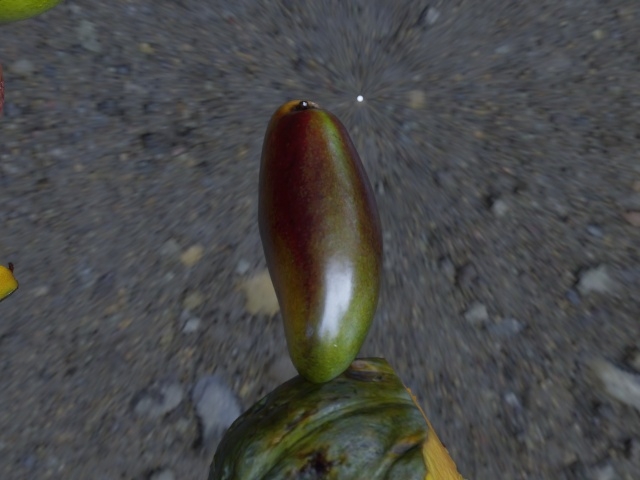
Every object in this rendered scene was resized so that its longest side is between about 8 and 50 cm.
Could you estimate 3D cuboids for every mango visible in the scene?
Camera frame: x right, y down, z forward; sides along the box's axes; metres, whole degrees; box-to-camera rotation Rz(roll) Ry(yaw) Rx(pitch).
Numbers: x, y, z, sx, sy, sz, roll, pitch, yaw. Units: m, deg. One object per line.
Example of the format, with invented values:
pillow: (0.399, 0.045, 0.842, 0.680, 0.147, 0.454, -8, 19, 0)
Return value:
mango: (0.000, 0.000, 1.700, 0.111, 0.133, 0.267, 2, 69, -23)

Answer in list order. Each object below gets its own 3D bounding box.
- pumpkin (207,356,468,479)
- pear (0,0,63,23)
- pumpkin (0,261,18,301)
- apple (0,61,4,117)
pumpkin: (0.025, 0.283, 1.707, 0.256, 0.225, 0.303, -30, 124, -4)
pear: (-0.227, -0.228, 1.278, 0.166, 0.216, 0.180, 30, 56, -22)
pumpkin: (-0.399, -0.034, 1.721, 0.139, 0.280, 0.190, -17, 109, -34)
apple: (-0.271, -0.095, 1.160, 0.147, 0.146, 0.146, 0, 94, 1)
